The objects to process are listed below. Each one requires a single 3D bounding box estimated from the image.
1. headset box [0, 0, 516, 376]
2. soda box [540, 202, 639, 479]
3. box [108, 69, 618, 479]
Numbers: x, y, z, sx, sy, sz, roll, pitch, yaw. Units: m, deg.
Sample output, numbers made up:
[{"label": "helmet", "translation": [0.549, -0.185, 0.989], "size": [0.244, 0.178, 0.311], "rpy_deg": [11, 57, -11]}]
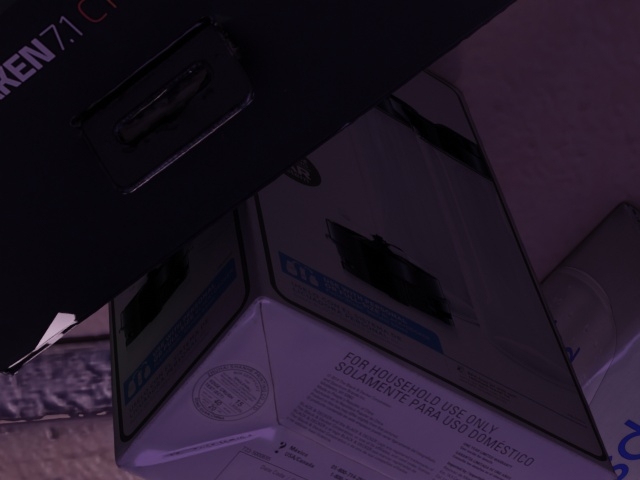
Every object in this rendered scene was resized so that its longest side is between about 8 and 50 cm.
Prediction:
[{"label": "headset box", "translation": [-0.074, -0.128, 0.587], "size": [0.246, 0.283, 0.131], "rpy_deg": [-36, 128, 16]}, {"label": "soda box", "translation": [0.116, 0.120, 0.923], "size": [0.098, 0.091, 0.286], "rpy_deg": [31, 116, -27]}, {"label": "box", "translation": [0.000, 0.000, 0.695], "size": [0.169, 0.290, 0.087], "rpy_deg": [29, 115, -24]}]
